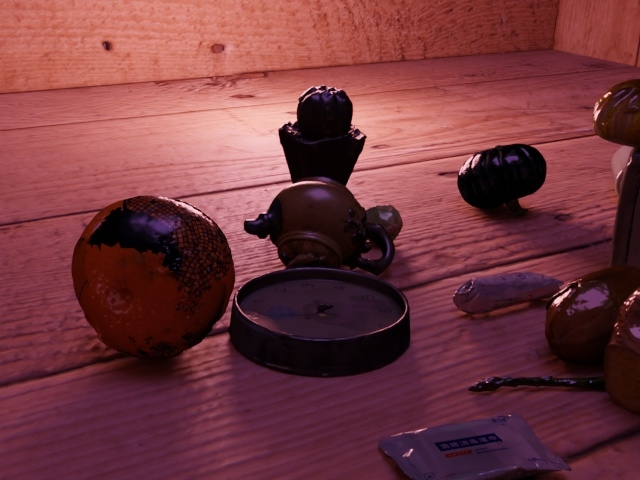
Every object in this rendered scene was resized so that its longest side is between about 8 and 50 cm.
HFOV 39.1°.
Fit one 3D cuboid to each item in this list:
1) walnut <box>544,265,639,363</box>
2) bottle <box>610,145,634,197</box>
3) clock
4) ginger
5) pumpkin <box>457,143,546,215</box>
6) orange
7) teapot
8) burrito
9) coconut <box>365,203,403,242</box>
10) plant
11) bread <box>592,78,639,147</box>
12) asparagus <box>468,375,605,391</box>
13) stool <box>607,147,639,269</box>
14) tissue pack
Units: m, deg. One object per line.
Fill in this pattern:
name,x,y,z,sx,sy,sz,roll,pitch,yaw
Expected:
walnut,0.420,0.107,1.328,0.245,0.137,0.137,-16,27,-33
bottle,0.715,-0.142,2.034,0.104,0.104,0.245,7,21,12
clock,-0.001,0.114,1.360,0.281,0.055,0.280,2,21,-1
ginger,0.493,0.104,1.212,0.270,0.218,0.123,-26,35,-37
pumpkin,0.386,-0.137,1.921,0.194,0.150,0.194,7,11,-1
orange,-0.236,0.051,1.254,0.234,0.234,0.182,8,25,16
teapot,0.000,0.000,1.551,0.269,0.173,0.182,21,54,-9
burrito,0.305,0.082,1.469,0.203,0.064,0.064,-7,22,-27
coconut,0.116,-0.029,1.718,0.083,0.081,0.082,-1,-21,-20
plant,0.001,-0.204,1.915,0.164,0.256,0.142,-4,27,-23
bread,0.570,-0.221,1.548,0.213,0.104,0.213,4,21,-2
asparagus,0.314,0.195,1.228,0.233,0.023,0.022,0,-23,-7
stool,0.645,-0.027,1.528,0.270,0.243,0.170,11,23,23
tissue pack,0.178,0.250,1.057,0.193,0.026,0.122,-5,21,-18
